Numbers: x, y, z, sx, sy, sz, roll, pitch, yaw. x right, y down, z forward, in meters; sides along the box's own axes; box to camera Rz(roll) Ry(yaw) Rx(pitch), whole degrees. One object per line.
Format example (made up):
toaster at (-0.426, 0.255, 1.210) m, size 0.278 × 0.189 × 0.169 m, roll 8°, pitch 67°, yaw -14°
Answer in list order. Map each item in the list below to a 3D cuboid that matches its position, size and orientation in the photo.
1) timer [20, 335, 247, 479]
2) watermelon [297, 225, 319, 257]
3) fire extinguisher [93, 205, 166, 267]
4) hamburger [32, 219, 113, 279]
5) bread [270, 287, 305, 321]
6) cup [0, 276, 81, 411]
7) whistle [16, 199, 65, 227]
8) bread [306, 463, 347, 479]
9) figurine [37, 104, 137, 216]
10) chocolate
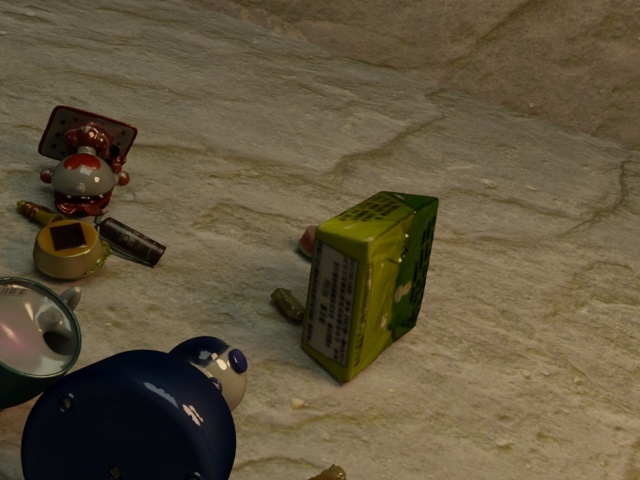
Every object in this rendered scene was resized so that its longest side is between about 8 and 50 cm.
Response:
timer at (-0.218, 0.249, 1.158) m, size 0.270 × 0.270 × 0.383 m, roll 24°, pitch 16°, yaw 6°
watermelon at (0.002, 0.006, 1.782) m, size 0.092 × 0.072 × 0.084 m, roll -16°, pitch 64°, yaw -50°
fire extinguisher at (-0.386, -0.005, 1.579) m, size 0.158 × 0.043 × 0.064 m, roll 28°, pitch 76°, yaw -3°
hamburger at (-0.462, 0.021, 1.482) m, size 0.141 × 0.081 × 0.126 m, roll -24°, pitch 49°, yaw -33°
bread at (-0.062, 0.129, 1.587) m, size 0.088 × 0.033 × 0.049 m, roll 45°, pitch 25°, yaw 28°
cup at (-0.457, 0.167, 1.149) m, size 0.167 × 0.173 × 0.299 m, roll 44°, pitch 32°, yaw -3°
whistle at (-0.555, -0.057, 1.585) m, size 0.109 × 0.046 × 0.057 m, roll 30°, pitch 47°, yaw 26°
bread at (-0.006, 0.401, 1.186) m, size 0.136 × 0.054 × 0.154 m, roll 0°, pitch 34°, yaw -25°
figurine at (-0.489, -0.134, 1.661) m, size 0.183 × 0.160 × 0.226 m, roll 14°, pitch 44°, yaw -28°
chocolate at (0.093, 0.072, 1.524) m, size 0.137 × 0.301 × 0.289 m, roll 20°, pitch 28°, yaw 26°
